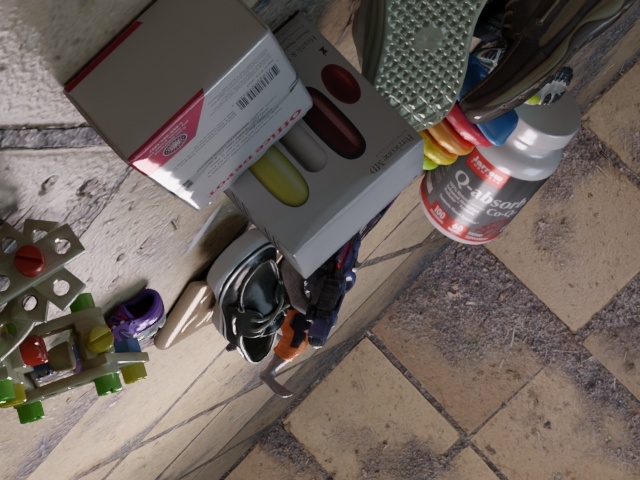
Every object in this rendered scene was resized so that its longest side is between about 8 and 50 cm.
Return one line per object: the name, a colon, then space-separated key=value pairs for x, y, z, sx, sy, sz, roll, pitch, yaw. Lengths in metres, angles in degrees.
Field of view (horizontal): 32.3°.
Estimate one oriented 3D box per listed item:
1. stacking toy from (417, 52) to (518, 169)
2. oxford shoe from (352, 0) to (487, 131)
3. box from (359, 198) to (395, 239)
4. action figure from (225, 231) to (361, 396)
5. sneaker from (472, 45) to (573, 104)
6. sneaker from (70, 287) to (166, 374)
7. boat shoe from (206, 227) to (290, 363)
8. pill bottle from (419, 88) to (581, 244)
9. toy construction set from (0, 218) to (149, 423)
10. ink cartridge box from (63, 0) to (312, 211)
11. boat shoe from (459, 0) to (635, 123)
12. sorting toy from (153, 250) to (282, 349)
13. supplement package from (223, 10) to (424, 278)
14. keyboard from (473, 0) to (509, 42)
stacking toy: x=0.158 y=-0.166 z=1.813 sx=0.302 sy=0.166 sz=0.175 roll=-36 pitch=-176 yaw=27
oxford shoe: x=0.128 y=-0.312 z=1.223 sx=0.169 sy=0.130 sz=0.449 roll=1 pitch=142 yaw=-13
box: x=0.105 y=-0.047 z=2.214 sx=0.116 sy=0.029 sz=0.162 roll=-53 pitch=175 yaw=31
action figure: x=-0.047 y=0.103 z=1.924 sx=0.341 sy=0.178 sz=0.330 roll=-65 pitch=175 yaw=-65
sneaker: x=0.343 y=-0.301 z=1.998 sx=0.275 sy=0.110 sz=0.107 roll=1 pitch=120 yaw=-49
sneaker: x=-0.291 y=0.126 z=1.565 sx=0.170 sy=0.068 sz=0.071 roll=-46 pitch=156 yaw=-30
boat shoe: x=-0.098 y=0.093 z=1.743 sx=0.121 sy=0.119 sz=0.335 roll=-37 pitch=162 yaw=-19
pill bottle: x=0.369 y=-0.169 z=2.290 sx=0.210 sy=0.210 sz=0.363 roll=-33 pitch=165 yaw=-39
toy construction set: x=-0.307 y=0.109 z=1.184 sx=0.215 sy=0.151 sz=0.327 roll=-16 pitch=155 yaw=-8
ink cartridge box: x=-0.115 y=-0.137 z=1.063 sx=0.172 sy=0.100 sz=0.237 roll=-43 pitch=167 yaw=1
boat shoe: x=0.330 y=-0.316 z=1.663 sx=0.355 sy=0.130 sz=0.132 roll=-41 pitch=175 yaw=-10
sorting toy: x=-0.174 y=0.089 z=1.856 sx=0.208 sy=0.038 sz=0.193 roll=-25 pitch=159 yaw=-45
supplement package: x=-0.021 y=-0.103 z=1.248 sx=0.194 sy=0.203 sz=0.149 roll=-43 pitch=169 yaw=-5
keyboard: x=0.314 y=-0.386 z=1.735 sx=0.201 sy=0.033 sz=0.317 roll=-41 pitch=170 yaw=19
